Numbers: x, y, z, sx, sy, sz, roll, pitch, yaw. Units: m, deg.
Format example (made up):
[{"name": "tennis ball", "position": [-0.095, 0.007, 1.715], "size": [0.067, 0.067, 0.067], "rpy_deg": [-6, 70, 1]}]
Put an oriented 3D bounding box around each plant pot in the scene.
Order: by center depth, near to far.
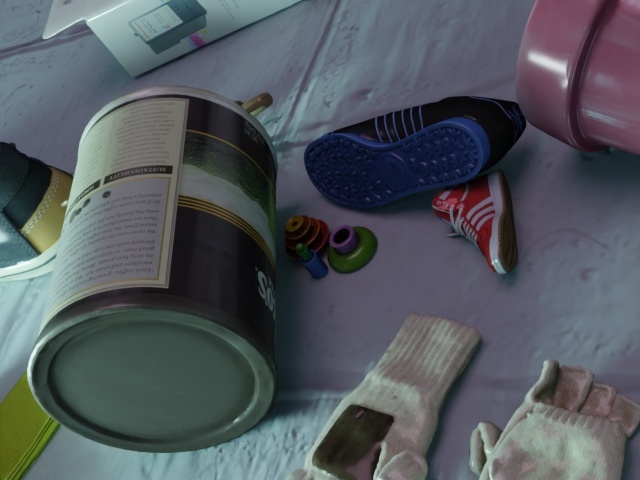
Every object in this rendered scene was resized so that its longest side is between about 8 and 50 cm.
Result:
[{"name": "plant pot", "position": [0.282, -0.140, 0.747], "size": [0.180, 0.201, 0.201], "rpy_deg": [35, 77, 33]}]

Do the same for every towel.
[{"name": "towel", "position": [-0.340, 0.232, 0.982], "size": [0.102, 0.021, 0.237], "rpy_deg": [14, 62, 43]}]

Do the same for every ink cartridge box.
[{"name": "ink cartridge box", "position": [-0.198, -0.364, 1.355], "size": [0.353, 0.119, 0.207], "rpy_deg": [-19, 45, 21]}]

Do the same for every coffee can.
[{"name": "coffee can", "position": [-0.139, 0.021, 0.887], "size": [0.201, 0.201, 0.275], "rpy_deg": [-22, 43, 19]}]

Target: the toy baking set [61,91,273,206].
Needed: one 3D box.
[{"name": "toy baking set", "position": [-0.173, -0.108, 1.087], "size": [0.256, 0.030, 0.197], "rpy_deg": [-22, 5, 35]}]

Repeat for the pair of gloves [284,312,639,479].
[{"name": "pair of gloves", "position": [0.098, 0.156, 0.708], "size": [0.240, 0.042, 0.204], "rpy_deg": [21, 67, 45]}]

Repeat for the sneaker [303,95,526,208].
[{"name": "sneaker", "position": [0.087, -0.086, 0.925], "size": [0.232, 0.081, 0.090], "rpy_deg": [-2, 22, 47]}]

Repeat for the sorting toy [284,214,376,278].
[{"name": "sorting toy", "position": [0.000, 0.000, 0.927], "size": [0.102, 0.042, 0.061], "rpy_deg": [6, 57, 40]}]

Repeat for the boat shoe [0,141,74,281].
[{"name": "boat shoe", "position": [-0.513, -0.016, 1.242], "size": [0.500, 0.156, 0.187], "rpy_deg": [-12, 49, 30]}]

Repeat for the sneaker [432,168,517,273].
[{"name": "sneaker", "position": [0.131, -0.010, 0.838], "size": [0.067, 0.042, 0.118], "rpy_deg": [-15, 37, 20]}]
